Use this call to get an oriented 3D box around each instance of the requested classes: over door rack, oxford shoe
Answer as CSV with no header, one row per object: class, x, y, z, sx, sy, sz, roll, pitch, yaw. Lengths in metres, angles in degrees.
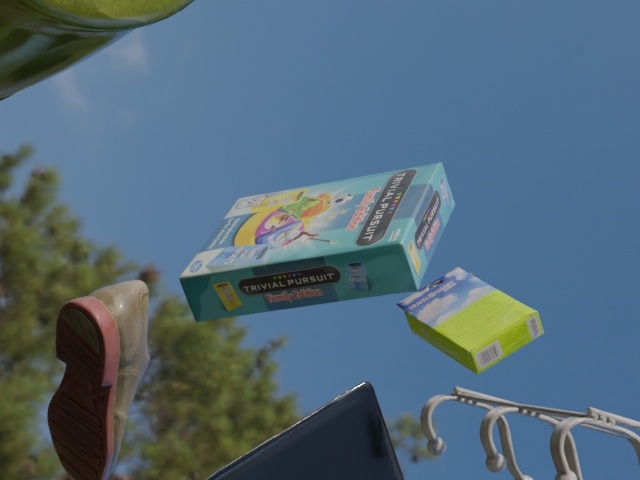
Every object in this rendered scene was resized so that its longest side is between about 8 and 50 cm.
over door rack,0.286,0.199,1.267,0.239,0.324,0.108,180,-85,-65
oxford shoe,-0.285,0.205,1.894,0.123,0.130,0.348,35,-48,24

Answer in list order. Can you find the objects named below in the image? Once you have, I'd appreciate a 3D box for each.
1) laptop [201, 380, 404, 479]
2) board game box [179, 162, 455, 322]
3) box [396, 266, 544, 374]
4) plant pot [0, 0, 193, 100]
laptop,-0.097,0.377,1.154,0.236,0.382,0.408,53,-35,15
board game box,0.000,0.000,1.982,0.336,0.254,0.079,-10,-65,23
box,0.187,0.100,1.765,0.178,0.109,0.042,32,-33,58
plant pot,-0.238,-0.258,0.964,0.353,0.366,0.366,5,-80,50
